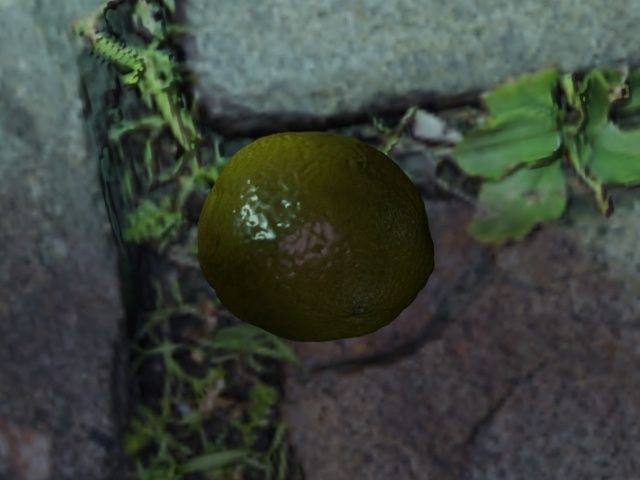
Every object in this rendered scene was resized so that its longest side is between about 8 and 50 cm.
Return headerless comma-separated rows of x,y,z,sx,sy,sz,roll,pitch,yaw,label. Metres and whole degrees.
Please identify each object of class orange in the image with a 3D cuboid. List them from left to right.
0.000,0.000,0.677,0.095,0.085,0.085,18,99,-15,orange
